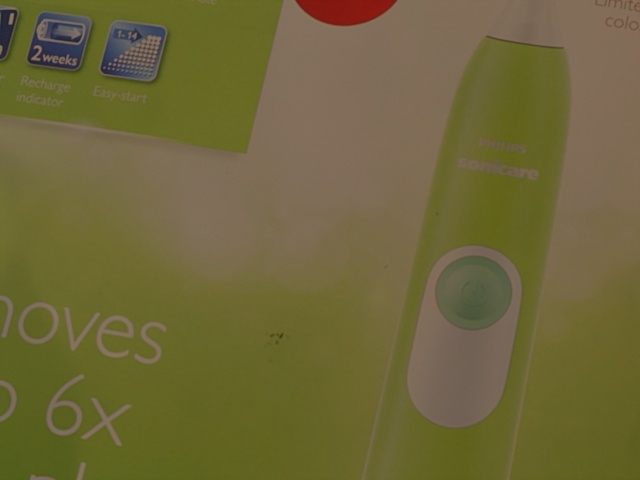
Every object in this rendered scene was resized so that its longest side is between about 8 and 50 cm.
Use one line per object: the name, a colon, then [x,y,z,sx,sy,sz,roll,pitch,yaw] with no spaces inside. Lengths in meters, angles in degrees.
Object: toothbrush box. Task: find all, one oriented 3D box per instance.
toothbrush box: [0.000,0.000,0.509,0.206,0.122,0.283,10,-107,12]
